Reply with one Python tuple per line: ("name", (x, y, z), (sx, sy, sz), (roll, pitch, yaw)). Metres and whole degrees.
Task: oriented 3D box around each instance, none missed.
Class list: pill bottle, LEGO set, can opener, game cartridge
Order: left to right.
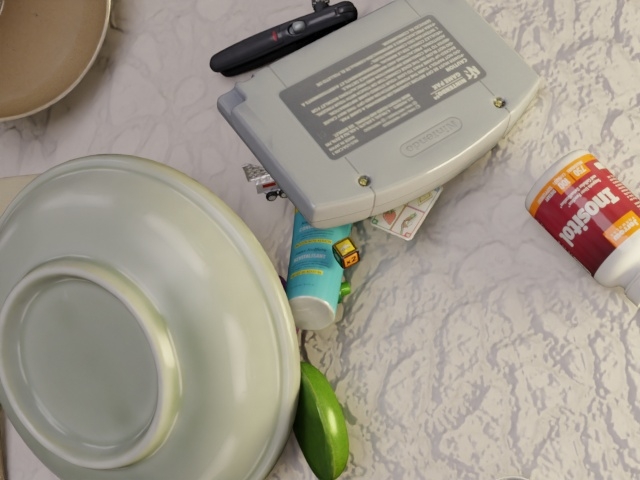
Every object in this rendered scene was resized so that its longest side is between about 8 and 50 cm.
("can opener", (-0.040, -0.225, 1.233), (0.186, 0.059, 0.073), (-13, 73, 14))
("LEGO set", (0.043, -0.089, 1.134), (0.182, 0.060, 0.244), (23, 62, 21))
("game cartridge", (0.069, -0.138, 1.122), (0.297, 0.062, 0.198), (-30, 72, -20))
("pill bottle", (0.280, -0.011, 1.066), (0.086, 0.086, 0.152), (-44, 69, 4))

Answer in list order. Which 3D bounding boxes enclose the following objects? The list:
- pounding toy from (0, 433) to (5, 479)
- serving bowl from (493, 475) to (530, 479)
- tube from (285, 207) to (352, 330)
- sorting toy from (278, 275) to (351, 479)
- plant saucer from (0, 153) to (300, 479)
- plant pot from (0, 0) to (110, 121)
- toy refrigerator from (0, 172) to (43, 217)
("pounding toy", (-0.481, 0.207, 1.248), (0.237, 0.110, 0.183), (-3, 77, 17))
("serving bowl", (0.190, 0.272, 1.061), (0.083, 0.027, 0.083), (-4, 77, 16))
("tube", (0.000, 0.000, 1.143), (0.080, 0.052, 0.207), (-4, 44, 13))
("sorting toy", (0.047, 0.190, 1.106), (0.126, 0.127, 0.365), (-16, 68, -17))
("plant saucer", (-0.217, 0.116, 1.104), (0.400, 0.100, 0.400), (7, 106, 26))
("plant pot", (-0.417, -0.291, 1.282), (0.191, 0.284, 0.284), (22, 84, 56))
("toy refrigerator", (-0.300, -0.020, 1.247), (0.269, 0.102, 0.094), (-5, 76, 16))
